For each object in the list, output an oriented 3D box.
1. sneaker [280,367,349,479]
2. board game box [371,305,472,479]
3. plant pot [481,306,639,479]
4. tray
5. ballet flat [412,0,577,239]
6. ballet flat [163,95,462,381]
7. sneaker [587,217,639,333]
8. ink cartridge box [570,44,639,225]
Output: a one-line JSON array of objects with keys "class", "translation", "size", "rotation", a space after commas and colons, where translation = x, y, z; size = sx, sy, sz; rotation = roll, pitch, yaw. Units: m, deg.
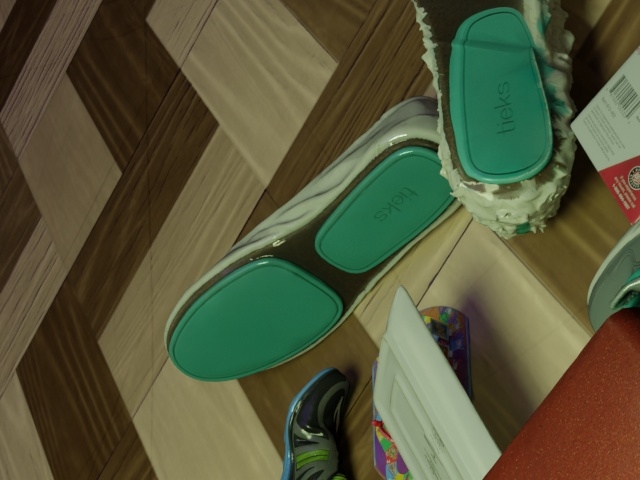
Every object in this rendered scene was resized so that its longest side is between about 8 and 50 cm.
[{"class": "sneaker", "translation": [0.002, 0.214, 1.357], "size": [0.078, 0.067, 0.188], "rotation": [4, 74, 34]}, {"class": "board game box", "translation": [0.079, 0.138, 1.300], "size": [0.133, 0.033, 0.169], "rotation": [-29, 51, 45]}, {"class": "plant pot", "translation": [0.201, 0.190, 0.717], "size": [0.267, 0.267, 0.236], "rotation": [-57, 23, 22]}, {"class": "tray", "translation": [0.101, 0.178, 1.157], "size": [0.145, 0.030, 0.270], "rotation": [96, 154, -45]}, {"class": "ballet flat", "translation": [0.153, -0.183, 1.268], "size": [0.147, 0.147, 0.409], "rotation": [-28, 51, 46]}, {"class": "ballet flat", "translation": [0.000, 0.000, 1.421], "size": [0.400, 0.139, 0.139], "rotation": [-41, 43, 31]}, {"class": "sneaker", "translation": [0.240, 0.056, 0.948], "size": [0.178, 0.124, 0.295], "rotation": [-39, 1, -31]}, {"class": "ink cartridge box", "translation": [0.289, -0.101, 1.083], "size": [0.175, 0.072, 0.127], "rotation": [-51, 38, 27]}]
